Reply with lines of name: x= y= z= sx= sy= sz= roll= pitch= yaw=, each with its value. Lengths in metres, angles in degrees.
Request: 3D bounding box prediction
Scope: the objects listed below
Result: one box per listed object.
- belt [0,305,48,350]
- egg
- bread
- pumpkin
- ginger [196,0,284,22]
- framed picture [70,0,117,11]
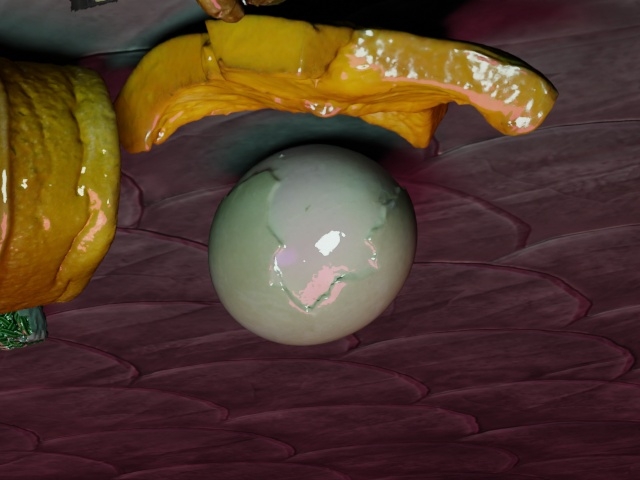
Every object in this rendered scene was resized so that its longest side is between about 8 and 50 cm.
belt: x=-0.373 y=0.084 z=1.931 sx=0.121 sy=0.079 sz=0.151 roll=-7 pitch=175 yaw=-18
egg: x=0.000 y=0.000 z=1.549 sx=0.183 sy=0.183 sz=0.217 roll=12 pitch=154 yaw=-37
bread: x=-0.255 y=-0.044 z=1.376 sx=0.142 sy=0.195 sz=0.269 roll=-1 pitch=158 yaw=-25
pumpkin: x=-0.001 y=-0.119 z=1.290 sx=0.290 sy=0.095 sz=0.258 roll=2 pitch=176 yaw=-14
ginger: x=-0.054 y=-0.193 z=1.134 sx=0.103 sy=0.073 sz=0.162 roll=-13 pitch=160 yaw=31
framed picture: x=-0.067 y=-0.220 z=0.999 sx=0.199 sy=0.010 sz=0.195 roll=-16 pitch=147 yaw=-8
